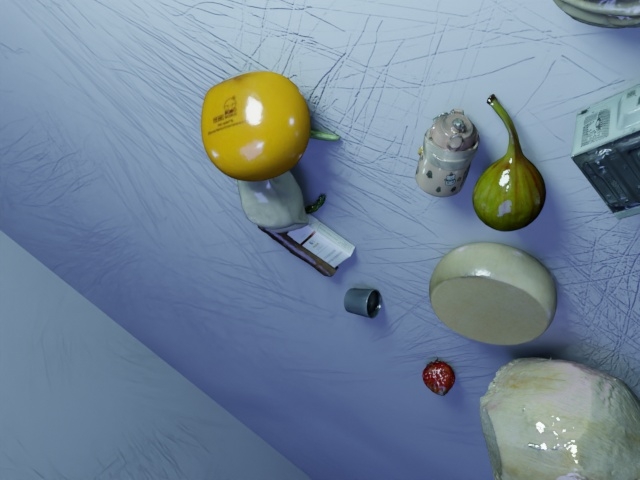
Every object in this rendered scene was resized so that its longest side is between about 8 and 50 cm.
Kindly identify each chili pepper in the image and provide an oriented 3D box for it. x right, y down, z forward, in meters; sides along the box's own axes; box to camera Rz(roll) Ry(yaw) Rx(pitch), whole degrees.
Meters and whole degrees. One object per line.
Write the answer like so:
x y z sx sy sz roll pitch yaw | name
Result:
-0.011 -0.082 1.166 0.022 0.027 0.083 36 143 -17 | chili pepper

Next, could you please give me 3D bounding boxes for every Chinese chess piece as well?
0.373 0.121 1.098 0.273 0.102 0.273 17 142 14 | Chinese chess piece

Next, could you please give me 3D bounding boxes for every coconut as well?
0.596 0.481 1.157 0.405 0.404 0.404 18 143 14 | coconut

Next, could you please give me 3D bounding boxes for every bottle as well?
0.221 -0.157 0.862 0.099 0.099 0.152 18 142 13 | bottle

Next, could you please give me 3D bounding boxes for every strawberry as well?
0.350 0.412 1.478 0.106 0.106 0.106 18 143 14 | strawberry

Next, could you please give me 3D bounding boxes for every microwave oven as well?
0.482 -0.140 0.684 0.162 0.122 0.208 42 142 -20 | microwave oven

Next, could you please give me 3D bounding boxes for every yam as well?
-0.058 0.018 1.297 0.241 0.057 0.057 35 144 -12 | yam

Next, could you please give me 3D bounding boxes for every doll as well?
-0.103 -0.207 0.953 0.213 0.213 0.236 1 178 32 | doll

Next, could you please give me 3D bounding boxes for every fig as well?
0.316 -0.130 0.840 0.124 0.124 0.236 4 119 30 | fig

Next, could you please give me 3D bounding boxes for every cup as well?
0.119 0.169 1.359 0.077 0.078 0.100 4 169 38 | cup

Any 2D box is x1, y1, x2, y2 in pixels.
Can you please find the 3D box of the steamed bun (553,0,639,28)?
0.346 -0.324 0.528 0.211 0.144 0.218 18 144 13 | steamed bun

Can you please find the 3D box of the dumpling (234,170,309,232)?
-0.120 -0.103 1.122 0.162 0.132 0.250 0 139 29 | dumpling

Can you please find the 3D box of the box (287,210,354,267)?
0.000 0.000 1.249 0.154 0.040 0.084 36 146 -10 | box
